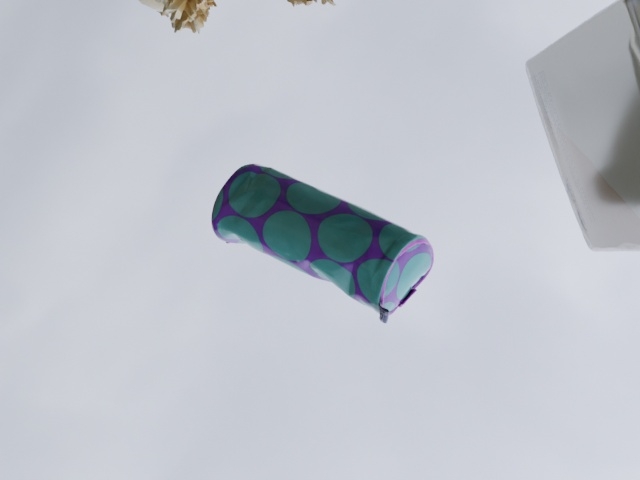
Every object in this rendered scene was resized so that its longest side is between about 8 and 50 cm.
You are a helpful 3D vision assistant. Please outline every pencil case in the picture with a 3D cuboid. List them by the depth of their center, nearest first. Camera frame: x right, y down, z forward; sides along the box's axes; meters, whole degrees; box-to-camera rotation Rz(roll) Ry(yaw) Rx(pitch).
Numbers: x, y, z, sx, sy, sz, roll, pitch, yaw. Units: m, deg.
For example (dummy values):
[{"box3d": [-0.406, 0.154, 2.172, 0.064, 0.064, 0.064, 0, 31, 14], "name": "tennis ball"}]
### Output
[{"box3d": [0.000, 0.000, 1.379, 0.064, 0.151, 0.070, -47, 152, -37], "name": "pencil case"}]

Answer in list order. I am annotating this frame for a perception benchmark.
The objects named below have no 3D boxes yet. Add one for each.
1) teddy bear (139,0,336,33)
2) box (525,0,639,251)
[{"box3d": [-0.063, -0.237, 1.074, 0.113, 0.245, 0.338, -35, 176, 27], "name": "teddy bear"}, {"box3d": [0.205, -0.071, 0.972, 0.148, 0.121, 0.311, -19, -179, -1], "name": "box"}]
